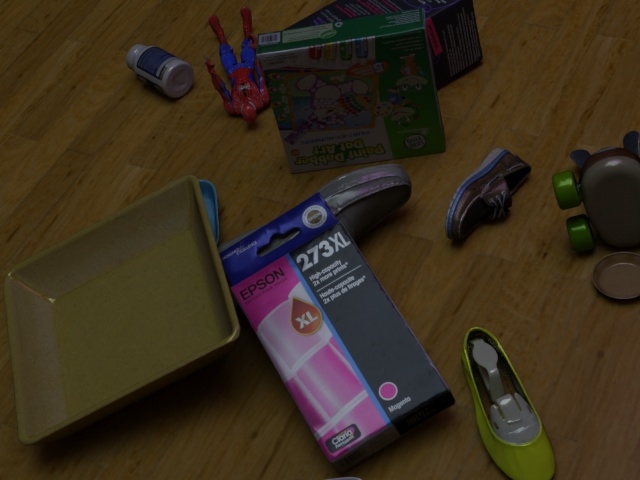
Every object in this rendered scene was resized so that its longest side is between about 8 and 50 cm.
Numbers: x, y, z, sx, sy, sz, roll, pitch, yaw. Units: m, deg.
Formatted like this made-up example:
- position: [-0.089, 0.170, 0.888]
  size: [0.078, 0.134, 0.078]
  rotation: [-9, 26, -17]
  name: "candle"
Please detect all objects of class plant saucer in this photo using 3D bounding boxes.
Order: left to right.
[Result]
- position: [-0.271, 0.105, 1.738]
  size: [0.332, 0.081, 0.333]
  rotation: [-27, 46, 7]
  name: "plant saucer"
- position: [0.409, 0.051, 1.684]
  size: [0.083, 0.015, 0.083]
  rotation: [-7, 46, 8]
  name: "plant saucer"

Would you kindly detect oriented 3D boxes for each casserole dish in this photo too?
- position: [-0.207, -0.019, 1.900]
  size: [0.114, 0.037, 0.188]
  rotation: [-12, 47, 3]
  name: "casserole dish"

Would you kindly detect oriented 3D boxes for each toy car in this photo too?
- position: [0.409, -0.095, 1.746]
  size: [0.155, 0.149, 0.188]
  rotation: [-15, 34, 15]
  name: "toy car"

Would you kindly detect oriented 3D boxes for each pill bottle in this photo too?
- position: [-0.280, -0.297, 2.156]
  size: [0.120, 0.067, 0.067]
  rotation: [31, 62, 35]
  name: "pill bottle"

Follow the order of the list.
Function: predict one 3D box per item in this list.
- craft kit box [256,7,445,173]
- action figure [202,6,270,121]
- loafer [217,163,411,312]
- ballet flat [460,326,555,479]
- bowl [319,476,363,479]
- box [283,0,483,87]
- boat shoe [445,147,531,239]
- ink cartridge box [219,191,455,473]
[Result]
- position: [0.050, -0.219, 1.873]
  size: [0.249, 0.247, 0.061]
  rotation: [-8, 49, 8]
  name: "craft kit box"
- position: [-0.145, -0.317, 2.098]
  size: [0.091, 0.139, 0.280]
  rotation: [-16, 48, 2]
  name: "action figure"
- position: [0.000, 0.000, 1.785]
  size: [0.319, 0.112, 0.111]
  rotation: [-31, 54, -5]
  name: "loafer"
- position: [0.225, 0.200, 1.552]
  size: [0.077, 0.077, 0.231]
  rotation: [-17, 46, -2]
  name: "ballet flat"
- position: [0.009, 0.352, 1.465]
  size: [0.142, 0.053, 0.142]
  rotation: [-7, 43, -21]
  name: "bowl"
- position: [0.104, -0.315, 2.017]
  size: [0.270, 0.143, 0.165]
  rotation: [-31, 46, -13]
  name: "box"
- position: [0.244, -0.066, 1.802]
  size: [0.066, 0.066, 0.183]
  rotation: [20, 56, 28]
  name: "boat shoe"
- position: [0.007, 0.104, 1.636]
  size: [0.175, 0.069, 0.371]
  rotation: [-32, 60, -1]
  name: "ink cartridge box"
